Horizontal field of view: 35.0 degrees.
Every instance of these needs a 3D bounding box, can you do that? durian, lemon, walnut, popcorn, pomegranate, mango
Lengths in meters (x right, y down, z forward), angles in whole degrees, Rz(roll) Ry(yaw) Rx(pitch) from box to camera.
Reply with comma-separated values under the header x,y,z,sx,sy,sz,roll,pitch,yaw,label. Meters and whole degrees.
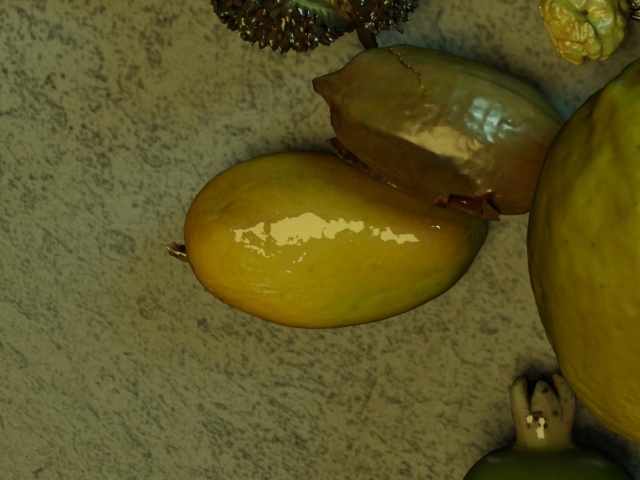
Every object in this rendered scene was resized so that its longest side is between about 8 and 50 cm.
x,y,z,sx,sy,sz,roll,pitch,yaw,label
-0.001,-0.228,0.837,0.196,0.167,0.196,10,141,8,durian
0.281,0.015,0.743,0.316,0.285,0.285,48,123,-7,lemon
0.108,-0.095,0.865,0.245,0.137,0.137,27,121,8,walnut
0.207,-0.180,0.816,0.084,0.084,0.084,10,117,21,popcorn
0.203,0.244,0.958,0.179,0.179,0.210,-41,72,33,pomegranate
0.000,0.000,0.970,0.317,0.119,0.176,3,112,14,mango

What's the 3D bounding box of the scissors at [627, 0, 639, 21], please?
x,y,z,sx,sy,sz,roll,pitch,yaw,label
0.296,-0.171,0.806,0.113,0.012,0.039,19,119,16,scissors
